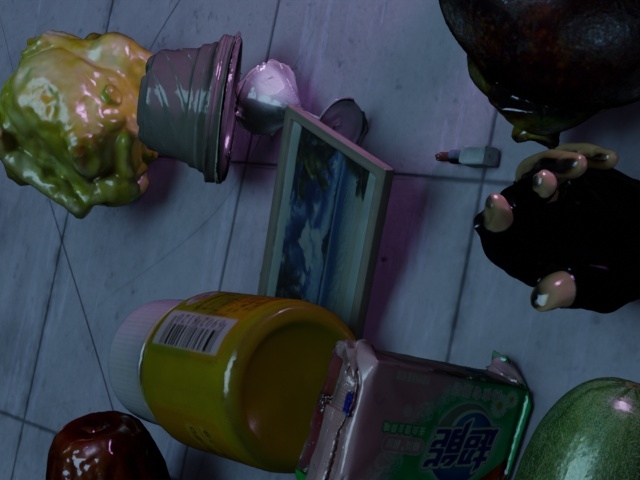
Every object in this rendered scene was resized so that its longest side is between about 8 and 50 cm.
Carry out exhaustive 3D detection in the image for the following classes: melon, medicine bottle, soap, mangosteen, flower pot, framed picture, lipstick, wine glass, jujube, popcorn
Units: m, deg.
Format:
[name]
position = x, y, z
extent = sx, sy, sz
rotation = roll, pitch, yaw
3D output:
[melon]
position = 0.282, 0.283, 1.393
extent = 0.182, 0.182, 0.288
rotation = 19, 90, 49
[medicine bottle]
position = -0.128, 0.182, 1.850
extent = 0.384, 0.224, 0.224
rotation = 1, 80, 56
[soap]
position = 0.105, 0.218, 1.542
extent = 0.098, 0.273, 0.218
rotation = 24, 97, 50
[mangosteen]
position = 0.280, -0.277, 1.487
extent = 0.330, 0.330, 0.330
rotation = -17, 67, 45
[flower pot]
position = -0.195, -0.204, 2.023
extent = 0.235, 0.140, 0.235
rotation = 9, -90, -88
[framed picture]
position = 0.000, 0.000, 1.836
extent = 0.232, 0.024, 0.315
rotation = 37, 127, 45
[lipstick]
position = 0.183, -0.108, 1.737
extent = 0.107, 0.025, 0.025
rotation = 4, 83, 54
[wine glass]
position = -0.024, -0.181, 1.933
extent = 0.183, 0.122, 0.122
rotation = 28, 101, 43
[jujube]
position = -0.290, 0.408, 1.944
extent = 0.223, 0.223, 0.318
rotation = 11, 117, 49
[popcorn]
position = -0.396, -0.189, 2.248
extent = 0.312, 0.312, 0.312
rotation = -17, 67, 45

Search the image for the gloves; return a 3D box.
[gloves]
position = 0.259, -0.009, 1.426
extent = 0.152, 0.301, 0.197
rotation = -15, 68, 24
